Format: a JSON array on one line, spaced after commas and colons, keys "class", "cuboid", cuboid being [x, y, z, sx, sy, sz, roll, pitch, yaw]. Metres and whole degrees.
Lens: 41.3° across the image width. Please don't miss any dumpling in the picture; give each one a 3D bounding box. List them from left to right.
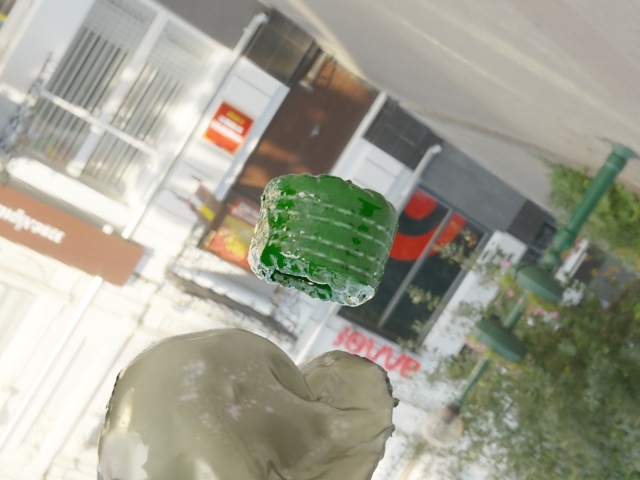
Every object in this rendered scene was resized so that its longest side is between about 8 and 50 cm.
[{"class": "dumpling", "cuboid": [-0.041, 0.108, 0.473, 0.247, 0.172, 0.142, -147, 38, -77]}]

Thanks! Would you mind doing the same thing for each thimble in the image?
[{"class": "thimble", "cuboid": [0.000, 0.000, 0.717, 0.118, 0.090, 0.130, 17, 168, 0]}]
